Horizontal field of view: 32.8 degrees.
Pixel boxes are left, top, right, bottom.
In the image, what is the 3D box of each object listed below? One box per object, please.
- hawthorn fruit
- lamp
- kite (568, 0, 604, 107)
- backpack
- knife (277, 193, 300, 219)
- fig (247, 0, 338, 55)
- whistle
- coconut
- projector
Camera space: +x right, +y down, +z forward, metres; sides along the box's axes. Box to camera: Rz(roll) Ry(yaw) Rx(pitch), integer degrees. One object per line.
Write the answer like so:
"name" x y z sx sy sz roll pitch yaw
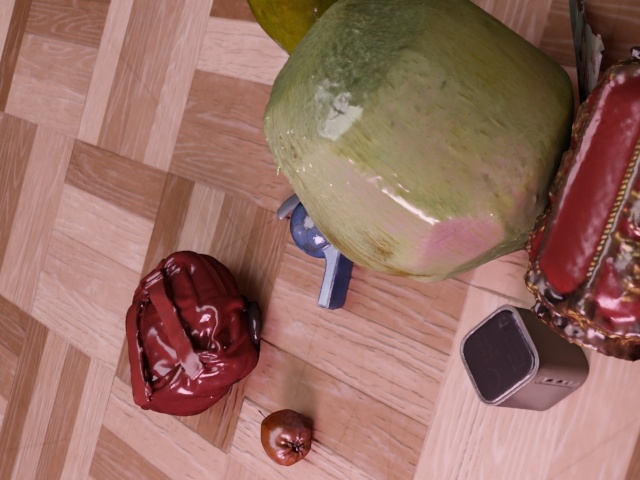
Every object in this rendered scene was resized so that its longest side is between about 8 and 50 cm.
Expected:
"hawthorn fruit" -0.051 0.239 1.358 0.103 0.067 0.066 23 99 62
"lamp" 0.287 -0.033 0.951 0.177 0.177 0.273 29 102 49
"kite" 0.256 -0.216 1.047 0.229 0.012 0.250 -81 -15 -66
"backpack" -0.183 0.120 1.475 0.229 0.139 0.229 -11 75 46
"knife" 0.000 -0.070 1.381 0.210 0.015 0.028 -32 29 52
"fig" 0.013 -0.265 1.283 0.233 0.233 0.314 50 141 43
"whistle" 0.000 0.000 1.335 0.090 0.090 0.157 17 95 50
"coconut" 0.110 -0.096 1.082 0.328 0.328 0.281 29 82 49
"projector" 0.200 0.117 1.073 0.083 0.082 0.083 -45 50 32
